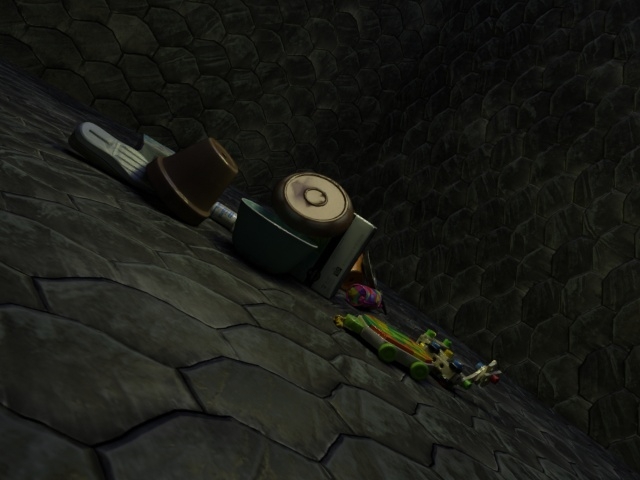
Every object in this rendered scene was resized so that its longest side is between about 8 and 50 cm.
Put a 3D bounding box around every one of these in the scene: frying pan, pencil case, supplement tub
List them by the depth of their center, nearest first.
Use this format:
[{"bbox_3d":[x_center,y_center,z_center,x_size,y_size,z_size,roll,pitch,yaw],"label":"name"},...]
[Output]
[{"bbox_3d":[-0.386,-0.099,2.072,0.107,0.071,0.071,32,4,-1],"label":"supplement tub"},{"bbox_3d":[0.194,0.246,2.239,0.104,0.104,0.236,35,6,28],"label":"pencil case"},{"bbox_3d":[0.250,0.187,2.443,0.197,0.053,0.326,-94,168,-45],"label":"frying pan"}]

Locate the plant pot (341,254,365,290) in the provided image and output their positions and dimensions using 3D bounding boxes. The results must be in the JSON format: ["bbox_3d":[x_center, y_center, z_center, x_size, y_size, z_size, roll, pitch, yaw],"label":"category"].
[{"bbox_3d":[0.124,0.135,2.457,0.205,0.205,0.188,30,20,-31],"label":"plant pot"}]

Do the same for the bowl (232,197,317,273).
[{"bbox_3d":[-0.179,0.004,1.788,0.311,0.163,0.311,32,4,-3],"label":"bowl"}]

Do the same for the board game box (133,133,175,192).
[{"bbox_3d":[-0.635,-0.290,1.942,0.144,0.142,0.275,31,5,-24],"label":"board game box"}]

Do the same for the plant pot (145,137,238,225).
[{"bbox_3d":[-0.408,-0.218,1.725,0.263,0.229,0.263,52,8,-10],"label":"plant pot"}]

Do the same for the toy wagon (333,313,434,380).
[{"bbox_3d":[0.201,0.317,1.654,0.344,0.068,0.267,32,4,-12],"label":"toy wagon"}]

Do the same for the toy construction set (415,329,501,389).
[{"bbox_3d":[0.456,0.430,1.819,0.328,0.151,0.215,22,-5,43],"label":"toy construction set"}]

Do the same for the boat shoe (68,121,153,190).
[{"bbox_3d":[-0.672,-0.266,1.691,0.094,0.109,0.302,-19,-47,35],"label":"boat shoe"}]

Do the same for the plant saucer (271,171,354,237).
[{"bbox_3d":[-0.021,-0.142,1.858,0.311,0.050,0.310,10,50,-11],"label":"plant saucer"}]

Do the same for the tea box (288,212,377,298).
[{"bbox_3d":[0.000,0.000,2.034,0.323,0.329,0.220,32,4,9],"label":"tea box"}]
